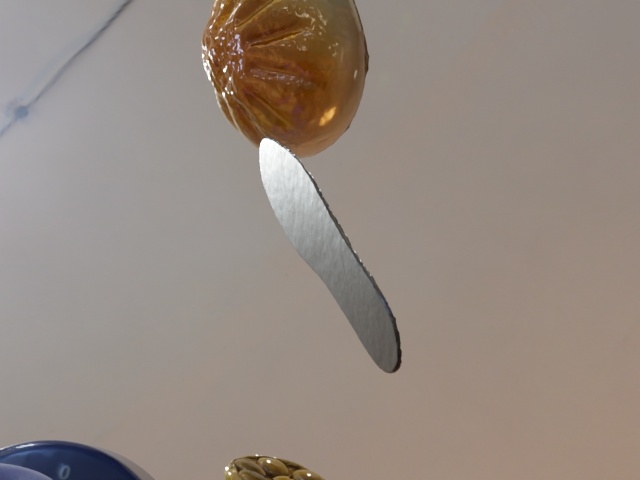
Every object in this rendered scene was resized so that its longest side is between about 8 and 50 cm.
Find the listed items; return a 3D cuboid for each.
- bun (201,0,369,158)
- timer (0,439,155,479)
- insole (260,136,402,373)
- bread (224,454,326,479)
[{"bbox_3d":[-0.078,-0.259,1.191,0.164,0.299,0.299,-12,-92,-34],"label":"bun"},{"bbox_3d":[-0.239,0.268,0.679,0.270,0.383,0.270,3,-114,-7],"label":"timer"},{"bbox_3d":[0.000,0.000,0.809,0.007,0.328,0.111,-15,-47,-19],"label":"insole"},{"bbox_3d":[-0.027,0.204,0.691,0.110,0.110,0.024,15,-90,-2],"label":"bread"}]
